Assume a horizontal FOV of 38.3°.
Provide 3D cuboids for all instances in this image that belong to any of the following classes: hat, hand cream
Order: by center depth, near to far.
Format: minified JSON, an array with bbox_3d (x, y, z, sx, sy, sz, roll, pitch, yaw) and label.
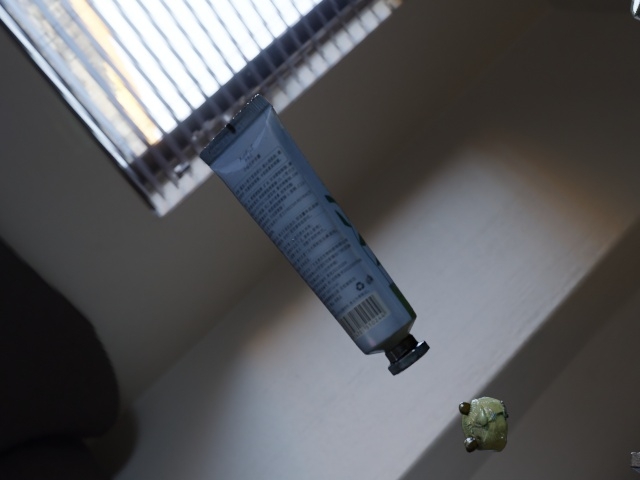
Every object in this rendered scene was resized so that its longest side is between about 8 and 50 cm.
[{"bbox_3d":[0.000,0.000,0.823,0.271,0.091,0.058,52,31,5],"label":"hand cream"},{"bbox_3d":[0.231,0.266,1.331,0.059,0.077,0.076,4,-3,-24],"label":"hat"}]

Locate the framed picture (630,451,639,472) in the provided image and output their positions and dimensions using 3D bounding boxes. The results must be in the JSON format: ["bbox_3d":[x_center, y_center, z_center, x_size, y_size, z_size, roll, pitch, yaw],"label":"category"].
[{"bbox_3d":[0.509,0.304,1.192,0.168,0.023,0.128,-9,-31,43],"label":"framed picture"}]

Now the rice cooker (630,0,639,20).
[{"bbox_3d":[0.539,-0.361,1.129,0.277,0.288,0.288,29,-15,7],"label":"rice cooker"}]
